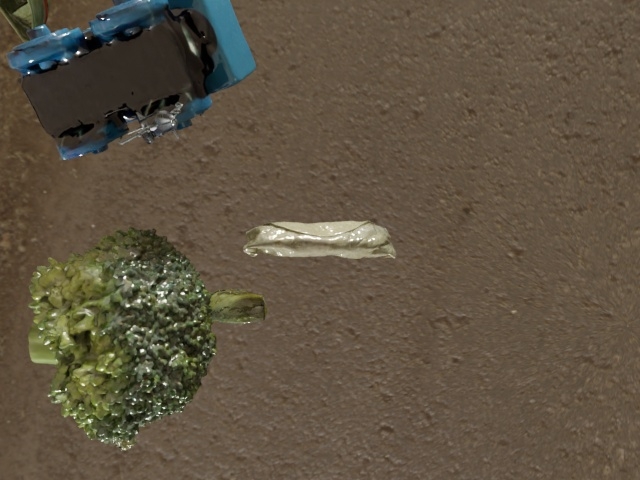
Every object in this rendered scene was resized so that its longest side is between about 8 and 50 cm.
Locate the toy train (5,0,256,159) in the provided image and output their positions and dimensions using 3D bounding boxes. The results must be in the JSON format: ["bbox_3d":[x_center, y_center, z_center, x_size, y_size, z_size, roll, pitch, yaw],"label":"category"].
[{"bbox_3d":[-0.272,-0.251,0.872,0.301,0.265,0.187,-13,116,21],"label":"toy train"}]

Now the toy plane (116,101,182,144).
[{"bbox_3d":[-0.162,-0.116,0.600,0.078,0.031,0.083,-43,35,-26],"label":"toy plane"}]

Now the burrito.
[{"bbox_3d":[0.000,0.000,1.064,0.082,0.276,0.059,-112,26,-58],"label":"burrito"}]

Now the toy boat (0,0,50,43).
[{"bbox_3d":[-0.466,-0.377,0.911,0.089,0.071,0.185,-14,121,33],"label":"toy boat"}]

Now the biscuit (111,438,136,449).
[{"bbox_3d":[-0.460,0.312,1.248,0.147,0.046,0.249,9,121,53],"label":"biscuit"}]

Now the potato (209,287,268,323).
[{"bbox_3d":[-0.155,0.118,1.117,0.198,0.120,0.054,178,87,-71],"label":"potato"}]

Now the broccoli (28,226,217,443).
[{"bbox_3d":[-0.264,0.109,0.813,0.260,0.288,0.235,19,109,5],"label":"broccoli"}]
